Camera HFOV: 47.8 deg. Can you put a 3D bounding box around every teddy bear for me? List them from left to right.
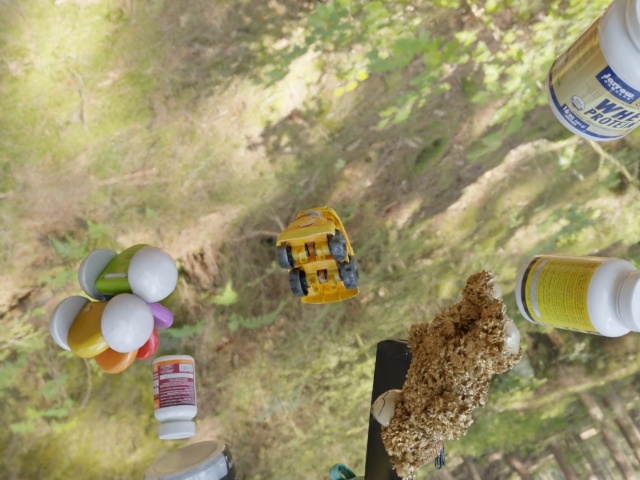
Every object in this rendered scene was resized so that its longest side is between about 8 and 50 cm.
[{"bbox_3d":[0.174,0.194,1.060,0.113,0.245,0.338,17,137,-19],"label":"teddy bear"}]

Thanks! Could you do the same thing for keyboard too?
[{"bbox_3d":[0.181,0.362,1.439,0.201,0.317,0.033,7,-178,44],"label":"keyboard"}]

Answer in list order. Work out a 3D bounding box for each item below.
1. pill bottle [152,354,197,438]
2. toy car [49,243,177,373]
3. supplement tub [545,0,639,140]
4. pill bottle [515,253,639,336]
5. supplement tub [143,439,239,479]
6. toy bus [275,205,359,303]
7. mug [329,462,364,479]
[{"bbox_3d":[-0.415,0.446,2.059,0.121,0.221,0.121,-6,159,-2],"label":"pill bottle"},{"bbox_3d":[-0.263,0.096,0.992,0.159,0.182,0.136,-4,141,35],"label":"toy car"},{"bbox_3d":[0.622,-0.358,1.444,0.228,0.228,0.316,-24,170,-17],"label":"supplement tub"},{"bbox_3d":[0.657,0.132,1.760,0.187,0.188,0.334,-22,-167,-28],"label":"pill bottle"},{"bbox_3d":[-0.263,0.653,1.654,0.207,0.338,0.207,-16,-177,1],"label":"supplement tub"},{"bbox_3d":[0.000,0.000,1.605,0.149,0.212,0.220,-9,137,15],"label":"toy bus"},{"bbox_3d":[0.090,0.578,1.605,0.129,0.158,0.097,-6,171,32],"label":"mug"}]
